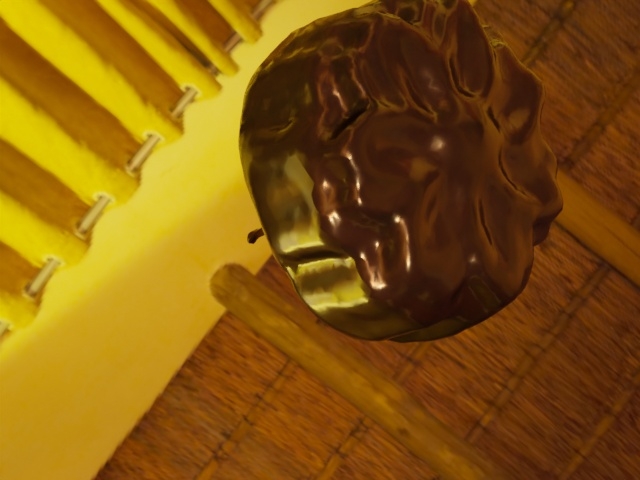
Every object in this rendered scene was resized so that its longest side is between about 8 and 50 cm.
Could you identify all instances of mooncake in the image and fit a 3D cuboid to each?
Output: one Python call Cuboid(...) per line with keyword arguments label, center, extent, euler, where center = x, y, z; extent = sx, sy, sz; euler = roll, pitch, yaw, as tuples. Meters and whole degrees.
Cuboid(label="mooncake", center=(0.076, -0.060, 0.714), extent=(0.141, 0.283, 0.283), euler=(-19, -132, 50))

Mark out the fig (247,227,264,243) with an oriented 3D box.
Cuboid(label="fig", center=(0.016, 0.005, 0.877), extent=(0.128, 0.128, 0.150), euler=(-55, -148, -8))
